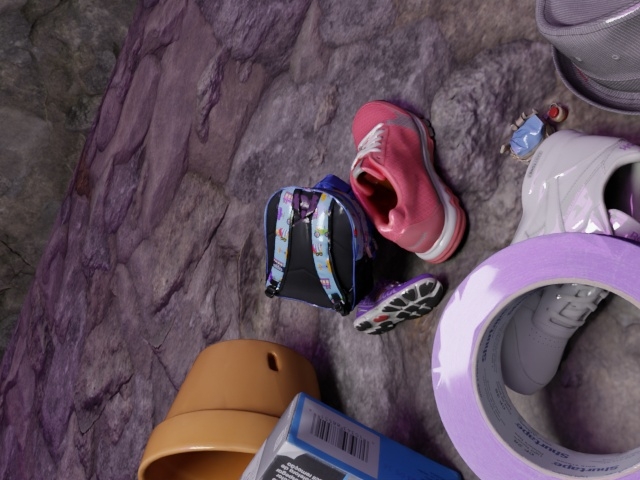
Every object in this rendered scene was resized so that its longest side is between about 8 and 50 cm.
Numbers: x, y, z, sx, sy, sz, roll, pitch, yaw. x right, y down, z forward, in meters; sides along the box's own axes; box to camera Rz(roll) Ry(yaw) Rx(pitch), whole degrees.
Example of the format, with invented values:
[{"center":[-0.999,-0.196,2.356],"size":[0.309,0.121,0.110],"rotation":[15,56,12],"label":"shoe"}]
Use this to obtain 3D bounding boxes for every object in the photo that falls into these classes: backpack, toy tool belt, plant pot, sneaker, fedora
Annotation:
[{"center":[0.000,0.000,1.050],"size":[0.158,0.117,0.173],"rotation":[11,115,29],"label":"backpack"},{"center":[0.264,-0.136,0.923],"size":[0.083,0.051,0.052],"rotation":[-55,40,27],"label":"toy tool belt"},{"center":[-0.111,0.288,1.140],"size":[0.291,0.291,0.203],"rotation":[-40,32,41],"label":"plant pot"},{"center":[0.103,0.079,1.068],"size":[0.170,0.068,0.071],"rotation":[-32,48,46],"label":"sneaker"},{"center":[0.098,-0.110,1.072],"size":[0.116,0.136,0.313],"rotation":[-51,42,31],"label":"sneaker"},{"center":[0.339,-0.266,0.797],"size":[0.275,0.124,0.243],"rotation":[27,101,54],"label":"fedora"},{"center":[0.026,-0.035,1.157],"size":[0.101,0.120,0.098],"rotation":[-53,-1,29],"label":"backpack"},{"center":[0.270,0.027,0.806],"size":[0.152,0.114,0.305],"rotation":[18,94,56],"label":"sneaker"}]

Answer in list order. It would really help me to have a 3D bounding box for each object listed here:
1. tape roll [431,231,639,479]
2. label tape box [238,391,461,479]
[{"center":[0.253,0.129,0.723],"size":[0.275,0.090,0.274],"rotation":[1,92,30],"label":"tape roll"},{"center":[-0.007,0.387,0.956],"size":[0.333,0.241,0.106],"rotation":[-58,7,25],"label":"label tape box"}]
